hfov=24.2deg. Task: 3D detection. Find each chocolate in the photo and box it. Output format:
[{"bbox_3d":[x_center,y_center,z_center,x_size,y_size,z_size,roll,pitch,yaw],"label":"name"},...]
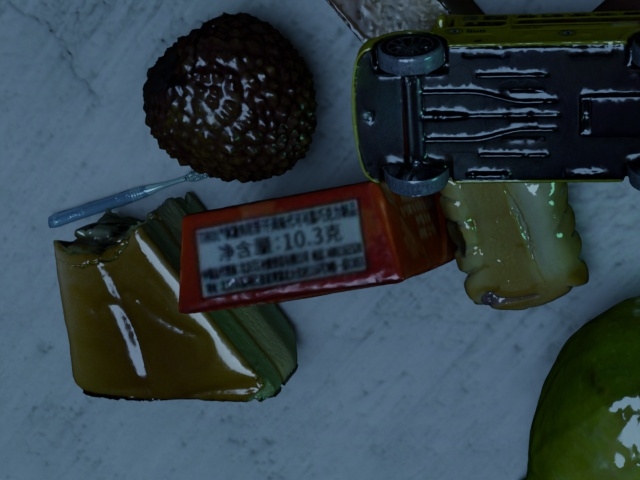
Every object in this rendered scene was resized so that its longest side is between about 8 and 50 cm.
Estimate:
[{"bbox_3d":[0.000,0.000,1.508,0.237,0.235,0.108,-8,93,21],"label":"chocolate"}]

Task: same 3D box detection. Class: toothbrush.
[{"bbox_3d":[-0.214,-0.048,1.676,0.220,0.019,0.016,-16,98,22],"label":"toothbrush"}]

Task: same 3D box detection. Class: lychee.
[{"bbox_3d":[-0.088,-0.141,1.520,0.188,0.188,0.188,6,109,17],"label":"lychee"}]

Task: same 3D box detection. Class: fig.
[{"bbox_3d":[0.325,0.203,1.497,0.233,0.233,0.314,18,140,13],"label":"fig"}]

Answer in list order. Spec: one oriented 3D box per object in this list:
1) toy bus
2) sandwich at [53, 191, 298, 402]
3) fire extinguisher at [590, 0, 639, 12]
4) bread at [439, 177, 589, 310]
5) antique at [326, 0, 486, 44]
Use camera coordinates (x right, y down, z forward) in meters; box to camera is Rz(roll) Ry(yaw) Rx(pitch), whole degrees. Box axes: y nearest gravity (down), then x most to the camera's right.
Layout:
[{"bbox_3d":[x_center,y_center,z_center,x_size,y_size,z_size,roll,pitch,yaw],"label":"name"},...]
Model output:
[{"bbox_3d":[0.199,-0.132,1.354,0.331,0.151,0.145,0,121,10],"label":"toy bus"},{"bbox_3d":[-0.149,0.056,1.610,0.228,0.155,0.198,2,110,18],"label":"sandwich"},{"bbox_3d":[0.286,-0.186,1.439,0.089,0.072,0.268,31,121,-35],"label":"fire extinguisher"},{"bbox_3d":[0.190,-0.033,1.497,0.134,0.081,0.225,-4,118,24],"label":"bread"},{"bbox_3d":[0.048,-0.275,1.478,0.093,0.087,0.310,-40,93,26],"label":"antique"}]
